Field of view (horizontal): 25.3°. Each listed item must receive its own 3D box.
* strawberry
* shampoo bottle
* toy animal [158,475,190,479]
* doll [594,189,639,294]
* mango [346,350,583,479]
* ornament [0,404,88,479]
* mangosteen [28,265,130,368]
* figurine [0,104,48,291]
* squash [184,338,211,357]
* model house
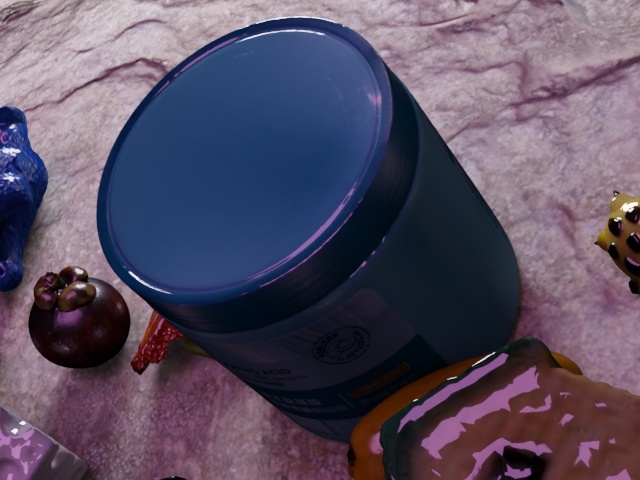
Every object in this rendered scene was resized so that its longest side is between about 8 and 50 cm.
[{"bbox_3d":[-0.178,0.093,1.703,0.152,0.048,0.104,-48,14,-26],"label":"strawberry"},{"bbox_3d":[0.000,0.000,1.478,0.331,0.343,0.331,-16,53,23],"label":"shampoo bottle"},{"bbox_3d":[-0.114,0.372,1.420,0.187,0.165,0.235,-24,52,21],"label":"toy animal"},{"bbox_3d":[0.391,0.033,1.385,0.291,0.086,0.117,30,119,40],"label":"doll"},{"bbox_3d":[0.147,0.189,1.405,0.253,0.138,0.113,-25,11,-8],"label":"mango"},{"bbox_3d":[-0.435,0.274,1.579,0.239,0.240,0.240,30,77,8],"label":"ornament"},{"bbox_3d":[-0.302,0.089,1.749,0.140,0.140,0.140,-16,53,23],"label":"mangosteen"},{"bbox_3d":[-0.430,-0.047,1.945,0.164,0.120,0.262,-11,74,57],"label":"figurine"},{"bbox_3d":[-0.121,0.126,1.684,0.083,0.027,0.027,9,66,36],"label":"squash"},{"bbox_3d":[0.203,0.279,1.131,0.342,0.382,0.334,18,69,34],"label":"model house"}]
